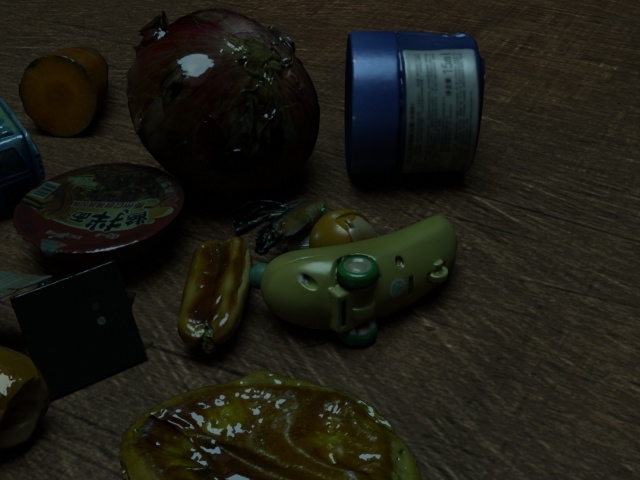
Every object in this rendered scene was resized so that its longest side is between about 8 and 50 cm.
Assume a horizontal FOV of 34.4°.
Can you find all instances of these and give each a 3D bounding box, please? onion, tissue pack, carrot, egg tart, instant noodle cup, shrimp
[{"bbox_3d":[-0.168,-0.241,1.754,0.353,0.354,0.354,-2,35,2],"label":"onion"},{"bbox_3d":[0.000,0.000,1.659,0.108,0.023,0.056,-3,33,1],"label":"tissue pack"},{"bbox_3d":[-0.493,-0.318,2.070,0.159,0.159,0.225,0,24,5],"label":"carrot"},{"bbox_3d":[-0.053,0.273,1.153,0.351,0.153,0.339,7,21,0],"label":"egg tart"},{"bbox_3d":[-0.350,-0.022,1.662,0.274,0.091,0.274,-2,34,1],"label":"instant noodle cup"},{"bbox_3d":[-0.083,-0.029,1.655,0.152,0.046,0.219,-2,21,25],"label":"shrimp"}]

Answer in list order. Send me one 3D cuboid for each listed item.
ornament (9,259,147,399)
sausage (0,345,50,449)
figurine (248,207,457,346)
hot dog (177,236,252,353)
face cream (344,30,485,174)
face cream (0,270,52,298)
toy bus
[{"bbox_3d":[-0.363,0.110,1.495,0.166,0.153,0.196,-21,15,-24],"label":"ornament"},{"bbox_3d":[-0.518,0.170,1.378,0.354,0.116,0.134,18,85,28],"label":"sausage"},{"bbox_3d":[0.058,0.032,1.533,0.324,0.124,0.222,-22,36,-30],"label":"figurine"},{"bbox_3d":[-0.150,0.078,1.524,0.100,0.068,0.249,-9,32,9],"label":"hot dog"},{"bbox_3d":[0.157,-0.237,1.795,0.225,0.249,0.249,2,35,-2],"label":"face cream"},{"bbox_3d":[-0.560,0.071,1.486,0.341,0.084,0.137,-1,13,28],"label":"face cream"},{"bbox_3d":[-0.619,-0.160,1.830,0.190,0.152,0.312,-20,38,-22],"label":"toy bus"}]
